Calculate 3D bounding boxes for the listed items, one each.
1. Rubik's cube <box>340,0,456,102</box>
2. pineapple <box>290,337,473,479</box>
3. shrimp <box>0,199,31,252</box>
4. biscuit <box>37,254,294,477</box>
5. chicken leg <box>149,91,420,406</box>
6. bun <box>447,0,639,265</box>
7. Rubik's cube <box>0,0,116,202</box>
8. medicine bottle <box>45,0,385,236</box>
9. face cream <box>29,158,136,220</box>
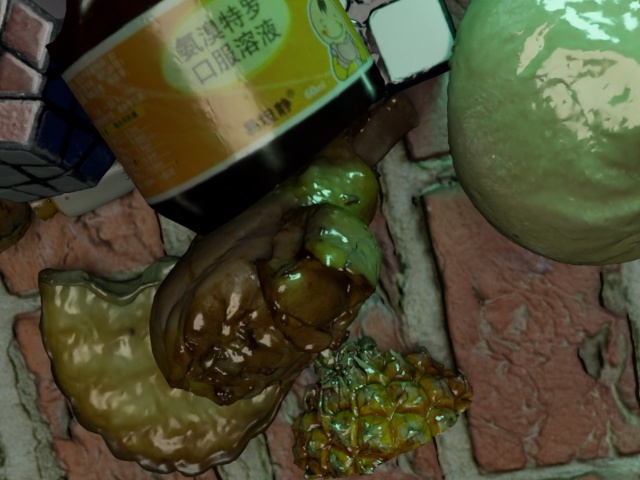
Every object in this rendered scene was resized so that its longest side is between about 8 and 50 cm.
[{"bbox_3d":[0.039,-0.238,0.932,0.167,0.180,0.183,-24,97,5],"label":"Rubik's cube"},{"bbox_3d":[0.053,0.186,1.039,0.250,0.140,0.164,-17,99,8],"label":"pineapple"},{"bbox_3d":[-0.461,-0.069,1.047,0.262,0.117,0.066,40,133,11],"label":"shrimp"},{"bbox_3d":[-0.190,0.119,1.065,0.335,0.078,0.329,38,102,-5],"label":"biscuit"},{"bbox_3d":[0.000,0.000,0.905,0.182,0.295,0.409,45,70,-13],"label":"chicken leg"},{"bbox_3d":[0.310,-0.140,0.859,0.364,0.202,0.364,-12,112,-31],"label":"bun"},{"bbox_3d":[-0.323,-0.191,0.908,0.264,0.319,0.319,24,102,24],"label":"Rubik's cube"},{"bbox_3d":[-0.138,-0.216,0.727,0.242,0.242,0.395,-35,104,8],"label":"medicine bottle"},{"bbox_3d":[-0.260,-0.081,1.036,0.182,0.051,0.072,-24,103,7],"label":"face cream"}]
